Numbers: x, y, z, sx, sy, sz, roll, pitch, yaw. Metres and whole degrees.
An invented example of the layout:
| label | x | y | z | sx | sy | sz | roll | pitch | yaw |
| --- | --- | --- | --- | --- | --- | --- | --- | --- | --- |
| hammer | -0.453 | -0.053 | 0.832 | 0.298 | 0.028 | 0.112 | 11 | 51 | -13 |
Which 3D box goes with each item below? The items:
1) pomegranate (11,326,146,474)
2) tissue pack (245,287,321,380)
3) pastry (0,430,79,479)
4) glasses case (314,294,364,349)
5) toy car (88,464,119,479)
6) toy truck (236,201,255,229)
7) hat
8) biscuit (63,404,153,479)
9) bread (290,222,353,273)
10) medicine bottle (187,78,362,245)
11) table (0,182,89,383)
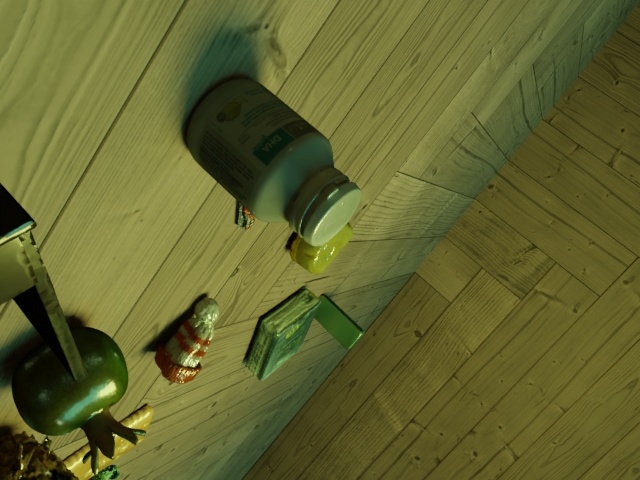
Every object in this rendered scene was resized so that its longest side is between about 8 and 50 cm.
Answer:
| label | x | y | z | sx | sy | sz | roll | pitch | yaw |
| --- | --- | --- | --- | --- | --- | --- | --- | --- | --- |
| pomegranate | -0.330 | 0.221 | 0.787 | 0.152 | 0.191 | 0.131 | -38 | 177 | -25 |
| tissue pack | -0.110 | 0.268 | 1.599 | 0.185 | 0.081 | 0.257 | -33 | 156 | -39 |
| pastry | -0.450 | 0.425 | 0.837 | 0.193 | 0.275 | 0.275 | -4 | 140 | -28 |
| glasses case | 0.050 | 0.261 | 1.793 | 0.078 | 0.184 | 0.039 | -51 | 160 | 9 |
| toy car | -0.538 | 0.587 | 1.310 | 0.143 | 0.054 | 0.073 | -53 | 164 | 2 |
| toy truck | -0.128 | -0.049 | 0.960 | 0.032 | 0.024 | 0.083 | -8 | 150 | -19 |
| hat | -0.246 | 0.189 | 1.092 | 0.162 | 0.093 | 0.112 | -53 | 174 | -1 |
| biscuit | -0.481 | 0.471 | 1.231 | 0.249 | 0.030 | 0.160 | -30 | 155 | -45 |
| bread | 0.000 | -0.007 | 1.266 | 0.156 | 0.086 | 0.125 | -47 | 153 | -16 |
| medicine bottle | -0.055 | -0.095 | 0.709 | 0.135 | 0.215 | 0.135 | -42 | 162 | -18 |
| table | -0.343 | 0.066 | 0.405 | 0.250 | 0.196 | 0.282 | -38 | 161 | -31 |
